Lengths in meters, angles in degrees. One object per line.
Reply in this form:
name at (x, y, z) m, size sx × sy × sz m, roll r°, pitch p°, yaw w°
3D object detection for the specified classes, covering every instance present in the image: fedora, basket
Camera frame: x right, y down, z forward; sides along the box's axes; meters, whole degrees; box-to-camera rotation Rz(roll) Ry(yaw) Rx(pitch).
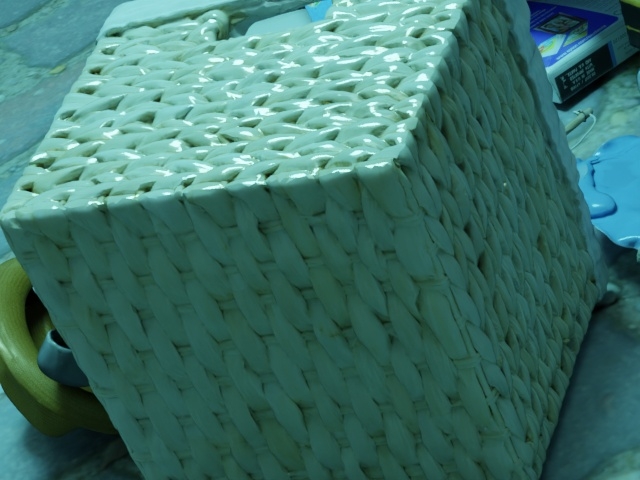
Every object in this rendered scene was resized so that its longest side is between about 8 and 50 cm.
fedora at (-0.211, 0.100, 1.440) m, size 0.079 × 0.194 × 0.194 m, roll -51°, pitch 18°, yaw 28°
basket at (0.000, 0.000, 1.257) m, size 0.328 × 0.331 × 0.266 m, roll -6°, pitch 36°, yaw 25°

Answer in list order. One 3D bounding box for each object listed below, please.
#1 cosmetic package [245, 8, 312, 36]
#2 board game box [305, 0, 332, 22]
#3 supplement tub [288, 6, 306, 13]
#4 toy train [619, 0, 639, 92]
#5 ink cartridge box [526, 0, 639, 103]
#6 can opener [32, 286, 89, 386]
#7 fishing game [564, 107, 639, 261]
cosmetic package at (-0.042, -0.102, 1.616) m, size 0.151 × 0.151 × 0.184 m, roll -11°, pitch 31°, yaw 18°
board game box at (0.069, -0.197, 1.618) m, size 0.039 × 0.211 × 0.160 m, roll -46°, pitch 46°, yaw 24°
supplement tub at (-0.037, -0.349, 1.964) m, size 0.272 × 0.191 × 0.191 m, roll -29°, pitch 31°, yaw -12°
toy train at (0.407, -0.238, 1.512) m, size 0.334 × 0.190 × 0.142 m, roll -30°, pitch 32°, yaw -14°
ink cartridge box at (0.238, -0.218, 1.727) m, size 0.206 × 0.045 × 0.208 m, roll -34°, pitch 32°, yaw -21°
can opener at (-0.152, 0.053, 1.434) m, size 0.076 × 0.095 × 0.283 m, roll 31°, pitch 16°, yaw 15°
fishing game at (0.286, -0.034, 1.393) m, size 0.264 × 0.041 × 0.189 m, roll 17°, pitch 39°, yaw 29°
